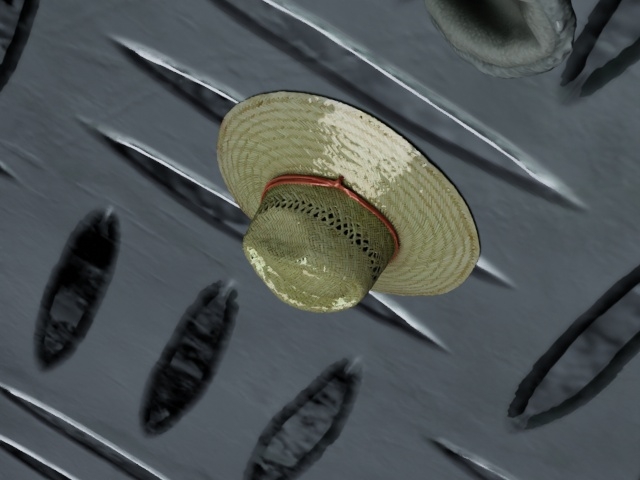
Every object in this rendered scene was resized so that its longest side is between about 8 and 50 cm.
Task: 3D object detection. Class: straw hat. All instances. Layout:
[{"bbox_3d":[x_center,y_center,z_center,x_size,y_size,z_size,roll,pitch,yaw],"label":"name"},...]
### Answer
[{"bbox_3d":[0.000,0.000,0.826,0.145,0.061,0.144,21,145,15],"label":"straw hat"}]

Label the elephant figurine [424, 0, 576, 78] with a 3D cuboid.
[{"bbox_3d":[0.059,-0.142,0.553,0.169,0.186,0.239,-12,159,-13],"label":"elephant figurine"}]
